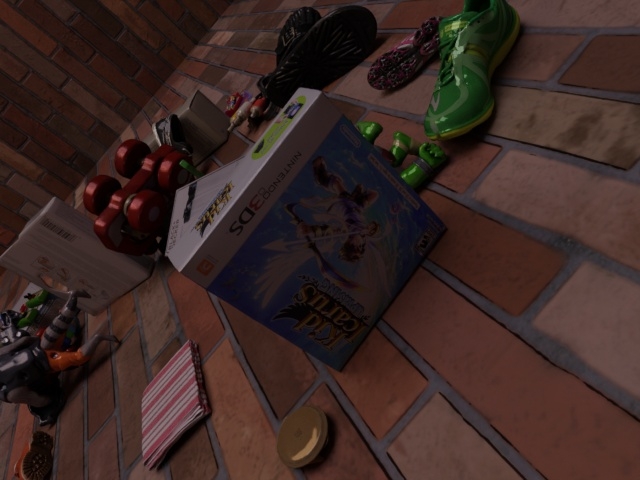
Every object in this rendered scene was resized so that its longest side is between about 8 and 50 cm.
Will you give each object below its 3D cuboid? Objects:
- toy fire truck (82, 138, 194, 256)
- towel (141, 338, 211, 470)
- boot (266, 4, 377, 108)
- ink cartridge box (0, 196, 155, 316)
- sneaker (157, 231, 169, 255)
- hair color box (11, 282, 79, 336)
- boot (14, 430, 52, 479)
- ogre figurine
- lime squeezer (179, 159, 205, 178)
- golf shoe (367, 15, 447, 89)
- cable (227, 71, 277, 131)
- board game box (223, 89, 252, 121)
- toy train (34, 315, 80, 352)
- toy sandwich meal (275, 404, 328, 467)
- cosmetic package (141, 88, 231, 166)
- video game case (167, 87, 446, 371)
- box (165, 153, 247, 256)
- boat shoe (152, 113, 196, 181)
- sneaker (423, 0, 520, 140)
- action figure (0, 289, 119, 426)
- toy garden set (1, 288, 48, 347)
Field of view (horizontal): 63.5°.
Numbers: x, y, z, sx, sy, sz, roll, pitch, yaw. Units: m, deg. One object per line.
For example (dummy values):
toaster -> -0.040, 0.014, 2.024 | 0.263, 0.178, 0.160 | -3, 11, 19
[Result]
toy fire truck -> -0.425, -0.087, 1.295 | 0.170, 0.253, 0.302 | 18, 59, 17
towel -> -0.255, 0.277, 0.897 | 0.144, 0.029, 0.197 | -47, 29, 5
boot -> -0.002, -0.513, 1.309 | 0.348, 0.131, 0.260 | -26, 39, 35
ink cartridge box -> -0.635, 0.053, 1.347 | 0.261, 0.296, 0.066 | -32, 35, 28
sneaker -> -0.345, -0.023, 1.312 | 0.161, 0.057, 0.075 | -45, 4, 24
hair color box -> -0.908, 0.242, 1.675 | 0.347, 0.105, 0.173 | 4, 62, 53
boot -> -0.623, 0.488, 1.111 | 0.084, 0.059, 0.158 | -56, 23, -4
ogre figurine -> 0.083, -0.120, 0.813 | 0.197, 0.097, 0.118 | 29, 84, 14
lime squeezer -> -0.267, -0.130, 1.277 | 0.310, 0.110, 0.058 | 171, 119, -88
golf shoe -> 0.174, -0.356, 0.999 | 0.186, 0.067, 0.086 | -31, 9, 29
cable -> -0.168, -0.416, 1.473 | 0.140, 0.072, 0.287 | -16, 44, 35
board game box -> -0.291, -0.445, 1.696 | 0.133, 0.033, 0.168 | -47, 31, 4
toy train -> -0.768, 0.322, 1.436 | 0.248, 0.105, 0.143 | -48, 17, 12
toy sandwich meal -> -0.020, 0.242, 0.635 | 0.086, 0.029, 0.085 | -28, 37, 24
cosmetic package -> -0.438, -0.313, 1.629 | 0.296, 0.153, 0.129 | -30, 35, 27
video game case -> 0.000, 0.000, 0.630 | 0.244, 0.270, 0.061 | -52, 34, -2
box -> -0.205, -0.056, 1.083 | 0.290, 0.087, 0.169 | -15, 63, 44
boat shoe -> -0.403, -0.248, 1.482 | 0.079, 0.232, 0.084 | -24, -4, 15
sneaker -> 0.213, -0.275, 0.794 | 0.110, 0.123, 0.295 | -5, 53, 49
action figure -> -0.697, 0.248, 1.242 | 0.330, 0.178, 0.341 | -41, 68, -13
toy garden set -> -0.916, 0.259, 1.523 | 0.204, 0.049, 0.244 | -19, 45, 40
